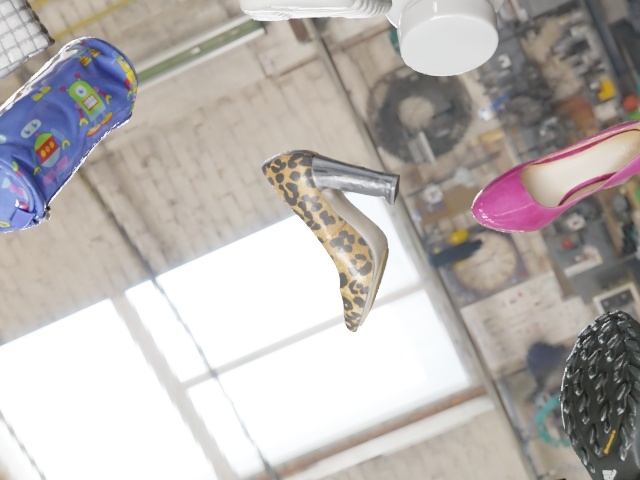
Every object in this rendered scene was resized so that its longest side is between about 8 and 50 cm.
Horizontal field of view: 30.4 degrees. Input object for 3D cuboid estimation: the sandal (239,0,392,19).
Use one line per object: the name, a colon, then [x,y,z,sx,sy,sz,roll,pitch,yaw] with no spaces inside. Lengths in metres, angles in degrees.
sandal: [-0.002,-0.295,1.295,0.416,0.170,0.102,-93,2,-80]

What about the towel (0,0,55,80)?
towel: [-0.492,-0.253,1.377,0.235,0.284,0.121,59,178,-16]

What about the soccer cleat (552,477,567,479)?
soccer cleat: [0.356,0.325,1.350,0.093,0.289,0.121,22,-122,-74]

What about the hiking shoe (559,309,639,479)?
hiking shoe: [0.339,0.223,1.249,0.132,0.113,0.304,25,-128,-39]

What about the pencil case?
pencil case: [-0.337,-0.132,1.467,0.133,0.119,0.306,43,-138,-14]

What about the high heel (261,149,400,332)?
high heel: [0.000,0.000,1.624,0.093,0.186,0.261,-61,-18,-59]

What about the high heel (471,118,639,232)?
high heel: [0.288,-0.080,1.333,0.117,0.244,0.082,119,133,-59]

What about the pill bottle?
pill bottle: [0.162,-0.391,1.621,0.176,0.176,0.318,52,-150,-55]
